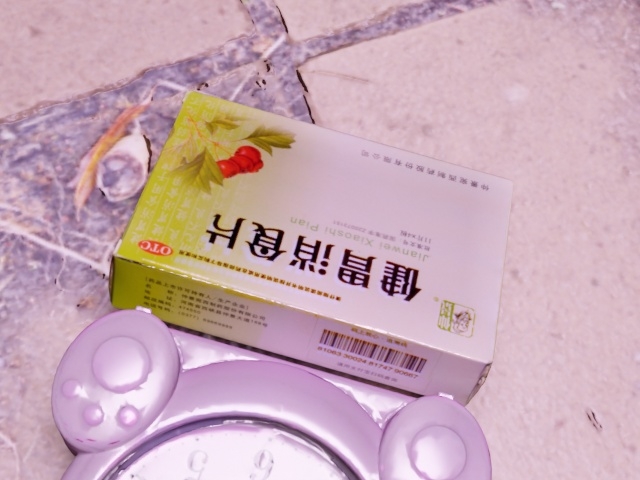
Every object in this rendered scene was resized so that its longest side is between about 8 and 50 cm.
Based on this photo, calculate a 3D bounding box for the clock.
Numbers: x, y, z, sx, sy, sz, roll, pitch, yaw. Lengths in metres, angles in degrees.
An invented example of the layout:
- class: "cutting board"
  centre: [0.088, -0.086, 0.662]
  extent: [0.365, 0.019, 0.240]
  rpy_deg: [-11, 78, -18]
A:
- class: "clock"
  centre: [-0.060, 0.228, 0.680]
  extent: [0.295, 0.113, 0.322]
  rpy_deg: [16, 70, 0]

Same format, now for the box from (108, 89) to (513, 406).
- class: "box"
  centre: [0.001, 0.000, 0.766]
  extent: [0.260, 0.062, 0.175]
  rpy_deg: [17, 49, -1]
